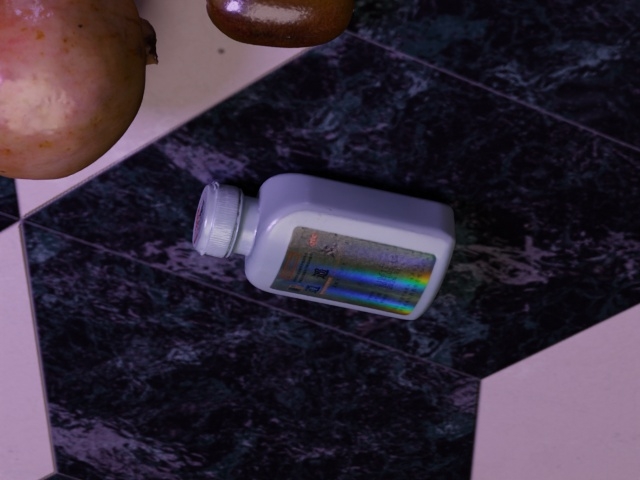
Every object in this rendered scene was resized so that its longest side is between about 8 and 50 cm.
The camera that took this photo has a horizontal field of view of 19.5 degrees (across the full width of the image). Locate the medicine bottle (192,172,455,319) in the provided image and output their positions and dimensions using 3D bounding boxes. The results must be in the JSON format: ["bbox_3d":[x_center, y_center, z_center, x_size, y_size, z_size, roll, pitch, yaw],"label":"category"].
[{"bbox_3d":[0.000,0.000,1.710,0.229,0.083,0.121,12,135,-11],"label":"medicine bottle"}]

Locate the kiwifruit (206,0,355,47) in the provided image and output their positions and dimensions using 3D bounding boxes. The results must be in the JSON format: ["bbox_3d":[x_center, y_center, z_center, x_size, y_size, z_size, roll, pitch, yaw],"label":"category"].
[{"bbox_3d":[-0.032,-0.195,1.532,0.124,0.075,0.075,2,134,-8],"label":"kiwifruit"}]

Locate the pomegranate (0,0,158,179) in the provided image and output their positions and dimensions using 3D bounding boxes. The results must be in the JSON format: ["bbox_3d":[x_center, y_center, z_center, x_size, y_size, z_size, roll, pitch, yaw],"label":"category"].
[{"bbox_3d":[-0.226,-0.145,1.503,0.191,0.191,0.191,0,134,0],"label":"pomegranate"}]
